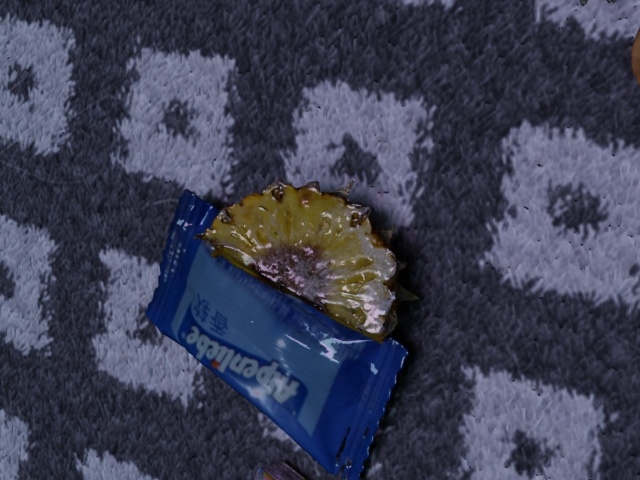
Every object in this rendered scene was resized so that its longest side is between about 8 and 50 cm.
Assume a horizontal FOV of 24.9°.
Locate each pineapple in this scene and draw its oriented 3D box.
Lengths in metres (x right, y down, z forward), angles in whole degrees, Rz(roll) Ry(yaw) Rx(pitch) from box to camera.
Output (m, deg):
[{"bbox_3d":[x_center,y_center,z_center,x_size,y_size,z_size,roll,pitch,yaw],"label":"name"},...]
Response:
[{"bbox_3d":[0.000,0.000,1.487,0.233,0.079,0.135,26,83,14],"label":"pineapple"}]

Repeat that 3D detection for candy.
[{"bbox_3d":[-0.056,0.101,1.562,0.331,0.077,0.187,36,121,27],"label":"candy"}]

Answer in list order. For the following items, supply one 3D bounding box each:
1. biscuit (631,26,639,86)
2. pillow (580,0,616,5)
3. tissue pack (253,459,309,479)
[{"bbox_3d":[0.434,-0.127,1.071,0.365,0.062,0.385,45,146,-24],"label":"biscuit"},{"bbox_3d":[0.270,-0.312,1.291,0.181,0.078,0.134,-48,66,31],"label":"pillow"},{"bbox_3d":[-0.042,0.331,1.584,0.108,0.060,0.148,33,113,26],"label":"tissue pack"}]
